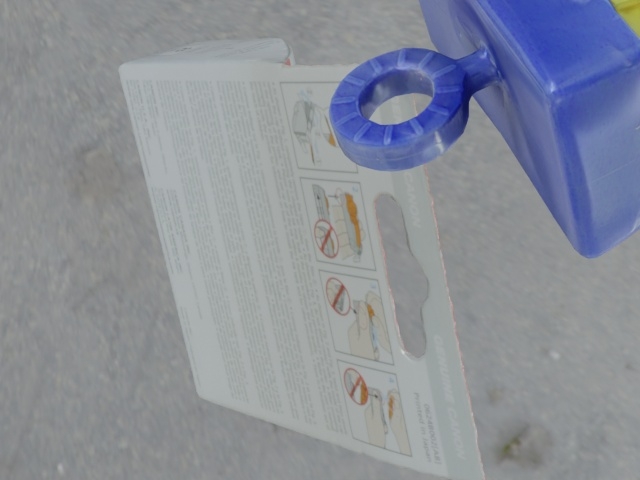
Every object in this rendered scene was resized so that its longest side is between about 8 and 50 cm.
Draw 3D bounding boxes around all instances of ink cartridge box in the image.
[{"bbox_3d":[0.000,0.000,1.193,0.091,0.385,0.308,-21,107,-33],"label":"ink cartridge box"}]

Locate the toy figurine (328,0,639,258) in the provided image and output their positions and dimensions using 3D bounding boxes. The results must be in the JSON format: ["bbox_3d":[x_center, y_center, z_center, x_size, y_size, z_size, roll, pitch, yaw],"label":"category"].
[{"bbox_3d":[0.116,-0.032,0.421,0.217,0.362,0.191,-19,138,-8],"label":"toy figurine"}]
